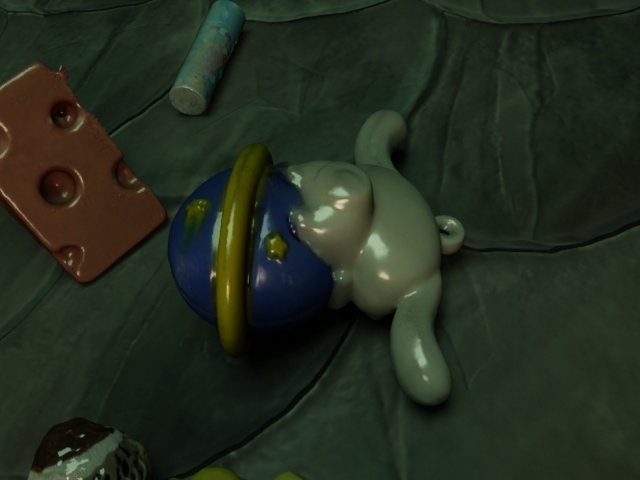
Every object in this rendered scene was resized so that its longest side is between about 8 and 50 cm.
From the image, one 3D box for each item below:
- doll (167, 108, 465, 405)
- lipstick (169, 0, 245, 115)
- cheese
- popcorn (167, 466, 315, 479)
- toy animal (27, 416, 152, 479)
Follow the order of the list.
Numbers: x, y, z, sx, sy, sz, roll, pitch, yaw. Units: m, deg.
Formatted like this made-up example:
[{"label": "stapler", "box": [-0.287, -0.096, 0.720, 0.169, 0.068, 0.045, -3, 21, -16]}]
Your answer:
[{"label": "doll", "box": [-0.001, -0.029, 0.736, 0.243, 0.159, 0.311, -1, 48, 16]}, {"label": "lipstick", "box": [-0.133, -0.218, 0.999, 0.048, 0.048, 0.157, 3, 53, 18]}, {"label": "cheese", "box": [-0.283, -0.077, 0.891, 0.128, 0.203, 0.177, -43, 23, -15]}, {"label": "popcorn", "box": [-0.035, 0.270, 0.450, 0.293, 0.237, 0.293, -6, 47, 6]}, {"label": "toy animal", "box": [-0.174, 0.198, 0.639, 0.098, 0.098, 0.137, -21, 50, -2]}]
